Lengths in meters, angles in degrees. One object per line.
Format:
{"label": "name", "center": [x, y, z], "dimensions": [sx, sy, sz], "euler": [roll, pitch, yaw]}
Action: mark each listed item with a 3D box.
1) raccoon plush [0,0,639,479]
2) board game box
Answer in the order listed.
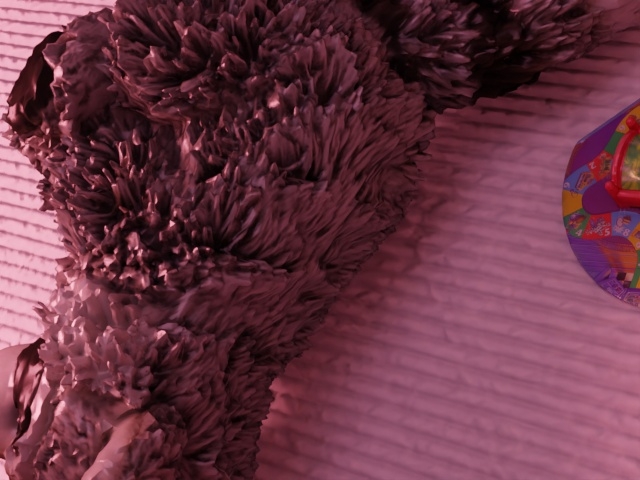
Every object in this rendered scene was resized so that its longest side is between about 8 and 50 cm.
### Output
{"label": "raccoon plush", "center": [0.000, 0.000, 0.876], "dimensions": [0.446, 0.216, 0.299], "euler": [-27, 56, 19]}
{"label": "board game box", "center": [0.201, -0.045, 0.861], "dimensions": [0.168, 0.033, 0.133], "euler": [-34, 50, 11]}
